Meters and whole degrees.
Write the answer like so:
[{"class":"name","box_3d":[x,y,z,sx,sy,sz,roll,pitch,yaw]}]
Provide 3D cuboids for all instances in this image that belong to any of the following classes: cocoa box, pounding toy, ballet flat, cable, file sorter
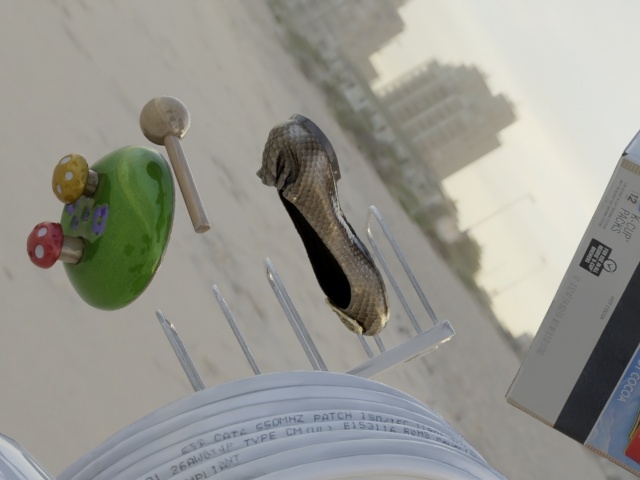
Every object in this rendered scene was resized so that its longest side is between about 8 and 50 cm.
[{"class":"cocoa box","box_3d":[0.381,0.048,1.448,0.228,0.347,0.231,30,39,14]},{"class":"pounding toy","box_3d":[-0.231,-0.037,1.476,0.110,0.237,0.183,16,50,-37]},{"class":"ballet flat","box_3d":[0.000,0.000,1.200,0.084,0.058,0.250,31,-27,39]},{"class":"cable","box_3d":[-0.021,0.174,0.637,0.257,0.257,0.089,34,17,-36]},{"class":"file sorter","box_3d":[-0.021,0.100,1.570,0.173,0.278,0.193,63,-5,6]}]

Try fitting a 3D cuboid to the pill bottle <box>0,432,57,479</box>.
[{"class":"pill bottle","box_3d":[-0.215,0.060,0.485,0.283,0.160,0.160,36,-9,28]}]
